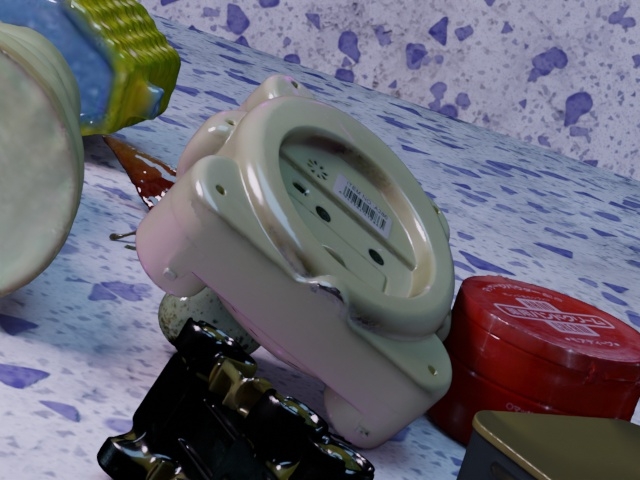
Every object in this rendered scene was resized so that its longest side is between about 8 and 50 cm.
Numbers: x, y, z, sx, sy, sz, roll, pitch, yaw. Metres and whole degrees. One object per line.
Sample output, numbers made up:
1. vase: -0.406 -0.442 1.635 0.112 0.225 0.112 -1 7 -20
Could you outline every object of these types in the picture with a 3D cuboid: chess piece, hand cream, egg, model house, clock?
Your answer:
1. chess piece: -0.321 -0.105 1.334 0.234 0.234 0.442 16 11 -9
2. hand cream: 0.196 0.122 1.308 0.193 0.125 0.193 18 13 -4
3. egg: -0.090 0.064 1.243 0.085 0.085 0.110 29 23 36
4. model house: -0.327 -0.230 1.833 0.303 0.215 0.237 25 14 5
5. clock: 0.000 0.000 1.243 0.284 0.114 0.309 39 28 -12

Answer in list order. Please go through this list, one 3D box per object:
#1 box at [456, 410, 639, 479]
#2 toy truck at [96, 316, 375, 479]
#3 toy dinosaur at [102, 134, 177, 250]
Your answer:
1. box: 0.205 0.202 1.086 0.201 0.090 0.144 7 18 -37
2. toy truck: -0.036 0.154 0.913 0.127 0.127 0.257 27 6 -38
3. toy dinosaur: -0.130 -0.058 1.499 0.206 0.113 0.327 -19 15 3
